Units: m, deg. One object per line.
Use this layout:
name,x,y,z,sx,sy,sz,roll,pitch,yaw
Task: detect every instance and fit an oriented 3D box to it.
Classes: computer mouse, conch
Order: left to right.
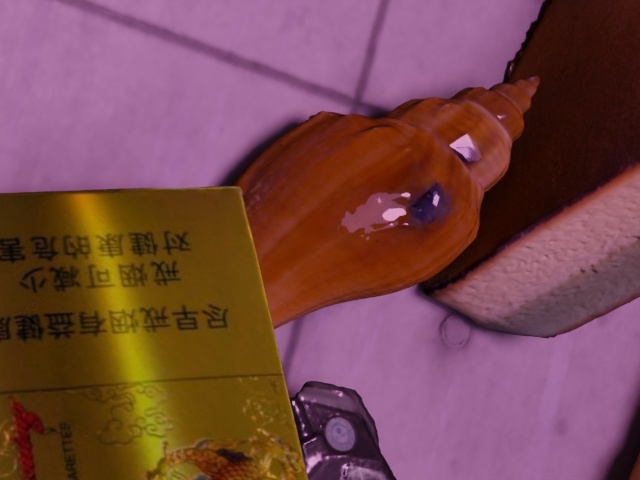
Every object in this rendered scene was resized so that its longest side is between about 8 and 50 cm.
conch,0.003,0.001,1.042,0.330,0.093,0.109,-38,116,-23
computer mouse,0.005,0.173,1.084,0.105,0.062,0.192,-23,102,-28

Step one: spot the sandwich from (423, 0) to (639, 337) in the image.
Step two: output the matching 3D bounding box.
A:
sandwich,0.180,-0.040,1.100,0.108,0.186,0.220,32,79,-29

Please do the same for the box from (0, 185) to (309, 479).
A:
box,-0.092,0.116,0.901,0.173,0.043,0.311,-3,60,-20

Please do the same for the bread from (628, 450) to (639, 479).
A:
bread,0.278,0.114,1.237,0.142,0.091,0.305,32,78,-38
